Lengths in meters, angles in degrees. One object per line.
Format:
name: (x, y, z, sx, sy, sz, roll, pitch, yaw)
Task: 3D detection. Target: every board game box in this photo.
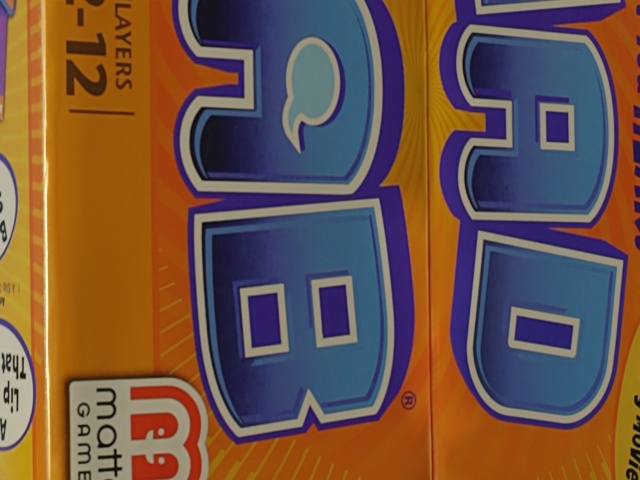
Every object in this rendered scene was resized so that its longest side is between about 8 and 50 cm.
board game box: (-0.054, -0.053, 0.944, 0.356, 0.356, 0.356, 1, -2, -34)
